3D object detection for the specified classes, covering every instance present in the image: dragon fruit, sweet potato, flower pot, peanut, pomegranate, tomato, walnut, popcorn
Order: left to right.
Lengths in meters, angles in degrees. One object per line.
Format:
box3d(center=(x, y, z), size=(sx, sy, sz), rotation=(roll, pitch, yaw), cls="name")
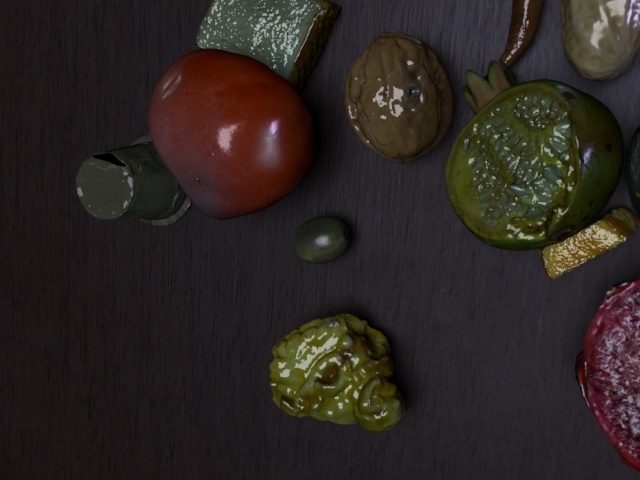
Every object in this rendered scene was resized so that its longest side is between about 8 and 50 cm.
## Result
box3d(center=(-0.406, -0.130, 1.642), size=(0.212, 0.202, 0.213), rotation=(2, 96, 20), cls="flower pot")
box3d(center=(-0.181, -0.201, 1.455), size=(0.341, 0.341, 0.273), rotation=(25, 65, 17), cls="tomato")
box3d(center=(0.037, 0.258, 1.530), size=(0.285, 0.173, 0.226), rotation=(6, 93, 21), cls="popcorn")
box3d(center=(0.144, -0.263, 1.394), size=(0.198, 0.198, 0.245), rotation=(-5, 104, 23), cls="walnut")
box3d(center=(0.367, -0.441, 1.348), size=(0.078, 0.058, 0.256), rotation=(6, 97, 42), cls="sweet potato")
box3d(center=(0.372, -0.152, 1.312), size=(0.310, 0.216, 0.359), rotation=(-49, 43, 42), cls="pomegranate")
box3d(center=(0.471, -0.427, 1.256), size=(0.152, 0.152, 0.313), rotation=(-5, 94, 23), cls="peanut")
box3d(center=(0.638, 0.210, 1.237), size=(0.371, 0.249, 0.386), rotation=(38, 107, 30), cls="dragon fruit")

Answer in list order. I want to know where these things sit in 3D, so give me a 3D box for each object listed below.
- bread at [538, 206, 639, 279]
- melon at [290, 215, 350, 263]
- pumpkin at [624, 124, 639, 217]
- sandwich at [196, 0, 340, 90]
box3d(center=(0.475, 0.002, 1.345), size=(0.187, 0.103, 0.065), rotation=(-30, 85, 28), cls="bread")
box3d(center=(0.000, 0.000, 1.543), size=(0.130, 0.098, 0.098), rotation=(-20, 90, 25), cls="melon")
box3d(center=(0.650, -0.115, 1.165), size=(0.327, 0.291, 0.258), rotation=(-31, 57, 35), cls="pumpkin")
box3d(center=(-0.117, -0.432, 1.534), size=(0.251, 0.087, 0.226), rotation=(32, 110, 15), cls="sandwich")
